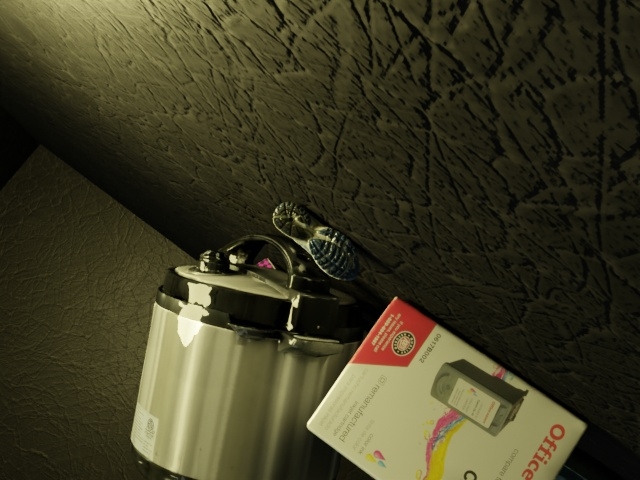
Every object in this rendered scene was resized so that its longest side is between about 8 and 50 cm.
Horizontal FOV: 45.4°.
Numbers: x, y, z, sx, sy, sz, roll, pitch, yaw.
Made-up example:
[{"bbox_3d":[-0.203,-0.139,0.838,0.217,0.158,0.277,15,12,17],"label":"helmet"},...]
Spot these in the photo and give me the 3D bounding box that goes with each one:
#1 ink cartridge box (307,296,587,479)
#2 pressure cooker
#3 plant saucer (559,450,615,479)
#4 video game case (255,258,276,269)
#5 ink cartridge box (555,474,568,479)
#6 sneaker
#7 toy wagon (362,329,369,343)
[{"bbox_3d":[0.169,0.256,1.054,0.306,0.226,0.131,33,171,16],"label":"ink cartridge box"},{"bbox_3d":[-0.112,0.198,1.299,0.370,0.420,0.375,10,-178,17],"label":"pressure cooker"},{"bbox_3d":[0.440,0.391,1.288,0.195,0.037,0.195,35,171,7],"label":"plant saucer"},{"bbox_3d":[-0.055,0.175,1.660,0.232,0.042,0.210,49,166,53],"label":"video game case"},{"bbox_3d":[0.473,0.483,1.321,0.176,0.069,0.371,44,170,-36],"label":"ink cartridge box"},{"bbox_3d":[0.000,0.000,0.999,0.135,0.052,0.058,43,-179,8],"label":"sneaker"},{"bbox_3d":[0.067,0.207,1.638,0.267,0.068,0.344,26,166,46],"label":"toy wagon"}]
